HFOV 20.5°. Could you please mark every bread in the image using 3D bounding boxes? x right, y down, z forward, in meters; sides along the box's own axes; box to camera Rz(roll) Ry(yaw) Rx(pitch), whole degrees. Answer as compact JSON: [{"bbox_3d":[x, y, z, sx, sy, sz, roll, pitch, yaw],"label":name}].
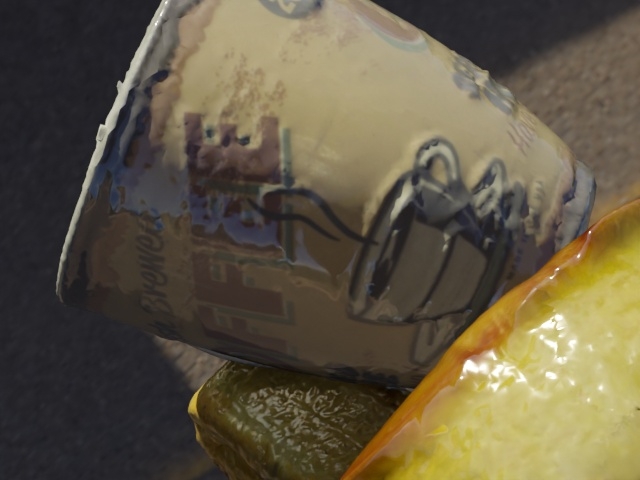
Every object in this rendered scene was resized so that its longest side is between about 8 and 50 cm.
[{"bbox_3d":[0.121,0.113,0.738,0.270,0.270,0.148,-11,41,-38],"label":"bread"},{"bbox_3d":[0.009,0.129,1.099,0.114,0.211,0.083,-43,131,-13],"label":"bread"}]

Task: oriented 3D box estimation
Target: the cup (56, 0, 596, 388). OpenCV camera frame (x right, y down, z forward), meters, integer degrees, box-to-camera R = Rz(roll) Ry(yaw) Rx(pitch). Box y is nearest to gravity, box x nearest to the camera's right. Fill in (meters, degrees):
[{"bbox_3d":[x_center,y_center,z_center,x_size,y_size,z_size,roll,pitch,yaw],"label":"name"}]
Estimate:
[{"bbox_3d":[0.000,0.000,1.013,0.257,0.301,0.227,25,55,-1],"label":"cup"}]
